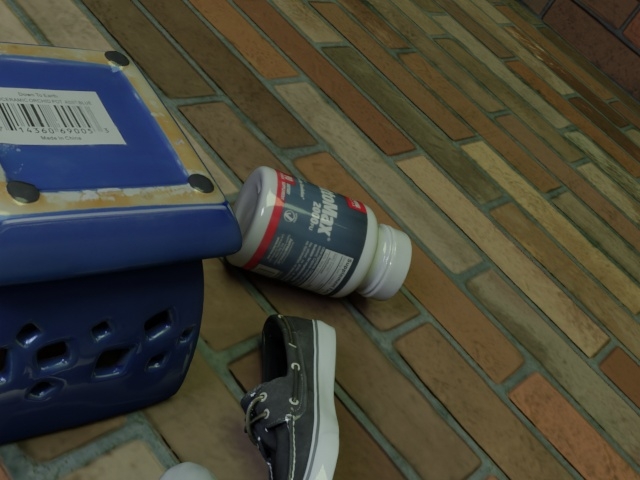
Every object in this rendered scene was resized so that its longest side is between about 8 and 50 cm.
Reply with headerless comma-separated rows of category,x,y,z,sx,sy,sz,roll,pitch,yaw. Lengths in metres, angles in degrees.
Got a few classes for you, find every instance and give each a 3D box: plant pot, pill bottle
plant pot,-0.212,-0.010,0.558,0.236,0.212,0.236,-7,53,-44
pill bottle,0.000,0.000,0.812,0.180,0.108,0.108,19,37,-21

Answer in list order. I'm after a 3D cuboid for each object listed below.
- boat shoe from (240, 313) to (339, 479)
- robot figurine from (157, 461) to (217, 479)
boat shoe,-0.030,0.141,0.646,0.076,0.080,0.229,20,36,-10
robot figurine,-0.096,0.265,0.331,0.299,0.200,0.353,12,31,15
